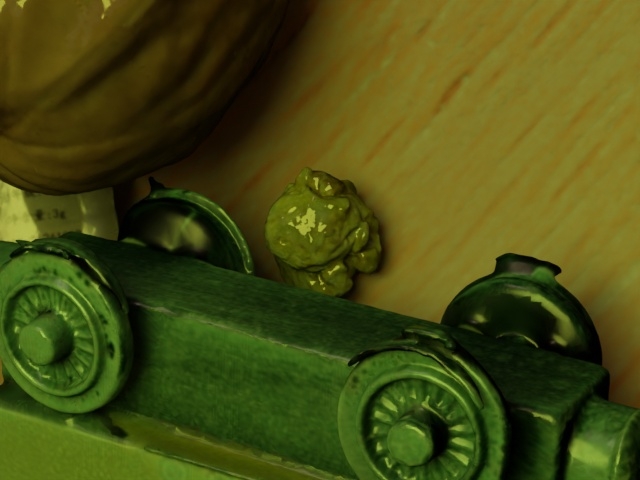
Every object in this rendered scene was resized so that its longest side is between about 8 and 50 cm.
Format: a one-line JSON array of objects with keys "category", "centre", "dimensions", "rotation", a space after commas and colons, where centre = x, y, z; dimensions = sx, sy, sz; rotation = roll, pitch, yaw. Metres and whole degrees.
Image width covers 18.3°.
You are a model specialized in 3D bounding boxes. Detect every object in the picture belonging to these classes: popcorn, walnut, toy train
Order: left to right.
[{"category": "walnut", "centre": [-0.126, -0.154, 1.110], "dimensions": [0.225, 0.225, 0.261], "rotation": [21, 68, 24]}, {"category": "toy train", "centre": [-0.019, 0.121, 1.053], "dimensions": [0.397, 0.160, 0.253], "rotation": [13, 112, 24]}, {"category": "popcorn", "centre": [-0.003, -0.001, 1.135], "dimensions": [0.059, 0.068, 0.083], "rotation": [43, 133, 53]}]

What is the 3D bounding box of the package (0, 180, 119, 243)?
[{"category": "package", "centre": [-0.244, -0.050, 1.246], "dimensions": [0.251, 0.062, 0.204], "rotation": [-15, 77, 26]}]
